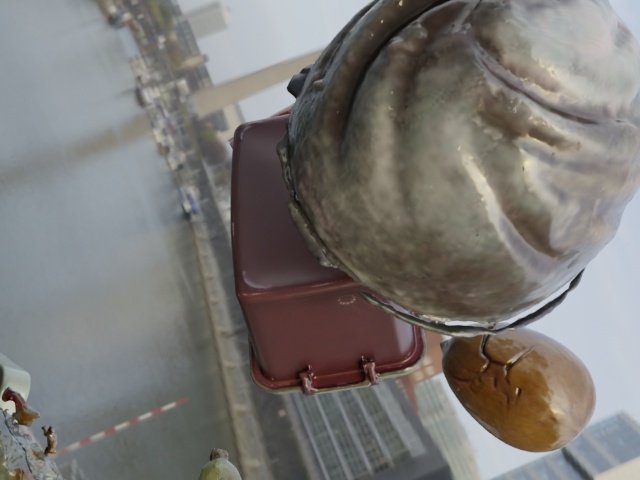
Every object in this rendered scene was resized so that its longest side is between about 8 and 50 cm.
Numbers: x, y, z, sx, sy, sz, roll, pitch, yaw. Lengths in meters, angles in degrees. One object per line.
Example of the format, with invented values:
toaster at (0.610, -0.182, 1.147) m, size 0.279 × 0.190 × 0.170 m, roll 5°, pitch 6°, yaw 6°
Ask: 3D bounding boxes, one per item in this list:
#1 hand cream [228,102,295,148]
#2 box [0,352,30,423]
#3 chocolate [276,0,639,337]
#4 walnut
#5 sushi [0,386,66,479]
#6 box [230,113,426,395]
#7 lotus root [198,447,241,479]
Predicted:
hand cream at (-0.029, -0.085, 1.216) m, size 0.193 × 0.125 × 0.193 m, roll 59°, pitch 0°, yaw 0°
box at (-0.798, 0.431, 2.013) m, size 0.090 × 0.367 × 0.373 m, roll 23°, pitch -8°, yaw -37°
chocolate at (0.129, -0.100, 0.687) m, size 0.303 × 0.303 × 0.213 m, roll 67°, pitch -23°, yaw 19°
walnut at (0.326, 0.240, 1.541) m, size 0.298 × 0.203 × 0.203 m, roll 25°, pitch -30°, yaw 31°
sushi at (-0.524, 0.383, 1.225) m, size 0.176 × 0.417 × 0.417 m, roll 36°, pitch 30°, yaw -75°
box at (0.000, 0.000, 0.956) m, size 0.167 × 0.193 × 0.294 m, roll 77°, pitch 5°, yaw -51°
lotus root at (-0.193, 0.495, 1.734) m, size 0.077 × 0.090 × 0.183 m, roll -25°, pitch -116°, yaw 46°
